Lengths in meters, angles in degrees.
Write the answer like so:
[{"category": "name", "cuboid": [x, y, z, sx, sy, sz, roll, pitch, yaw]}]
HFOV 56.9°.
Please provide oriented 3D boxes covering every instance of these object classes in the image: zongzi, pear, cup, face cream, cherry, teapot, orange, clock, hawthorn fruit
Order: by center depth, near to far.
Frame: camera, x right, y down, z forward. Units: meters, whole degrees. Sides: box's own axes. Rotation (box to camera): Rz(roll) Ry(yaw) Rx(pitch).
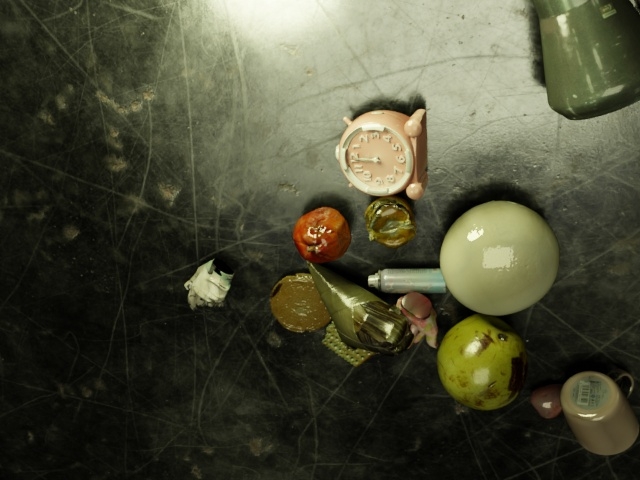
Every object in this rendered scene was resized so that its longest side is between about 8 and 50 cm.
[{"category": "teapot", "cuboid": [0.603, -0.473, 1.291, 0.300, 0.253, 0.344, -32, 107, -12]}, {"category": "clock", "cuboid": [0.160, -0.233, 1.555, 0.241, 0.142, 0.227, 3, 119, 19]}, {"category": "orange", "cuboid": [0.197, -0.061, 1.649, 0.160, 0.112, 0.170, 28, 144, -18]}, {"category": "hawthorn fruit", "cuboid": [0.006, -0.006, 1.678, 0.173, 0.179, 0.173, -7, 116, -15]}, {"category": "zongzi", "cuboid": [0.101, 0.184, 1.701, 0.317, 0.154, 0.289, 51, 157, -15]}, {"category": "pear", "cuboid": [0.483, 0.358, 1.744, 0.283, 0.283, 0.284, 4, 119, 8]}, {"category": "face cream", "cuboid": [0.258, 0.120, 1.758, 0.229, 0.075, 0.075, -1, 118, 11]}, {"category": "cup", "cuboid": [0.854, 0.489, 1.783, 0.253, 0.191, 0.200, -45, 125, -10]}, {"category": "cherry", "cuboid": [0.726, 0.510, 1.881, 0.106, 0.087, 0.126, 28, 123, -12]}]

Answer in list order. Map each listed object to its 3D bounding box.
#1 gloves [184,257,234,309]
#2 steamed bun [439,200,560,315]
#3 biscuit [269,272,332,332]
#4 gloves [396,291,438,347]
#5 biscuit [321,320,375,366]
[{"category": "gloves", "cuboid": [-0.361, 0.155, 1.873, 0.127, 0.111, 0.212, 31, 112, -13]}, {"category": "steamed bun", "cuboid": [0.485, 0.057, 1.607, 0.324, 0.206, 0.324, 5, 120, 8]}, {"category": "biscuit", "cuboid": [-0.055, 0.199, 1.875, 0.226, 0.042, 0.226, 3, 118, 6]}, {"category": "gloves", "cuboid": [0.293, 0.247, 1.797, 0.145, 0.126, 0.241, 5, 156, 10]}, {"category": "biscuit", "cuboid": [0.092, 0.330, 1.923, 0.203, 0.016, 0.144, 38, 118, -20]}]
